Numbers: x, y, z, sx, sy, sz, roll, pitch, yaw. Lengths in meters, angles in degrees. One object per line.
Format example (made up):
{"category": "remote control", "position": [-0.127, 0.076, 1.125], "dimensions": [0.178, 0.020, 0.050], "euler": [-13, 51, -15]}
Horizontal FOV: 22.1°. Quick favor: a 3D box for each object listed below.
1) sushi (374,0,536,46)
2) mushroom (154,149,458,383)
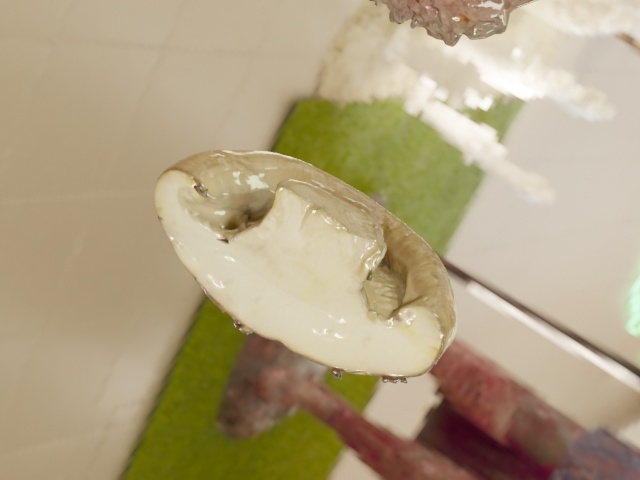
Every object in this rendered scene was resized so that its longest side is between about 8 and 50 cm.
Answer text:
{"category": "sushi", "position": [0.070, -0.224, 0.969], "dimensions": [0.161, 0.241, 0.107], "euler": [-37, 137, -17]}
{"category": "mushroom", "position": [0.000, 0.000, 1.436], "dimensions": [0.156, 0.286, 0.151], "euler": [-60, 176, 38]}
